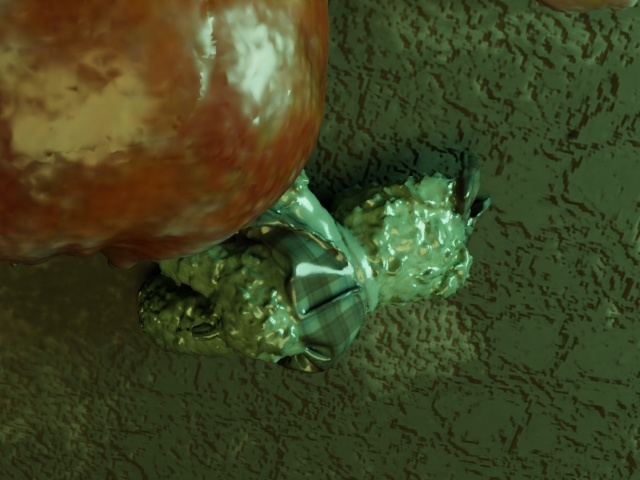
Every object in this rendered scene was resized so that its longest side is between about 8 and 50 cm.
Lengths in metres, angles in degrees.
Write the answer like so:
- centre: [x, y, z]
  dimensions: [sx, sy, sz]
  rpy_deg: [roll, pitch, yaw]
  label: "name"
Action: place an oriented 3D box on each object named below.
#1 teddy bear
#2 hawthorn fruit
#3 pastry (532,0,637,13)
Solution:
- centre: [-0.005, 0.014, 0.787]
  dimensions: [0.213, 0.111, 0.133]
  rpy_deg: [-8, 130, 3]
  label: "teddy bear"
- centre: [-0.112, -0.120, 0.636]
  dimensions: [0.242, 0.242, 0.271]
  rpy_deg: [1, 96, -6]
  label: "hawthorn fruit"
- centre: [0.098, -0.210, 0.635]
  dimensions: [0.103, 0.112, 0.265]
  rpy_deg: [-10, 126, 16]
  label: "pastry"
